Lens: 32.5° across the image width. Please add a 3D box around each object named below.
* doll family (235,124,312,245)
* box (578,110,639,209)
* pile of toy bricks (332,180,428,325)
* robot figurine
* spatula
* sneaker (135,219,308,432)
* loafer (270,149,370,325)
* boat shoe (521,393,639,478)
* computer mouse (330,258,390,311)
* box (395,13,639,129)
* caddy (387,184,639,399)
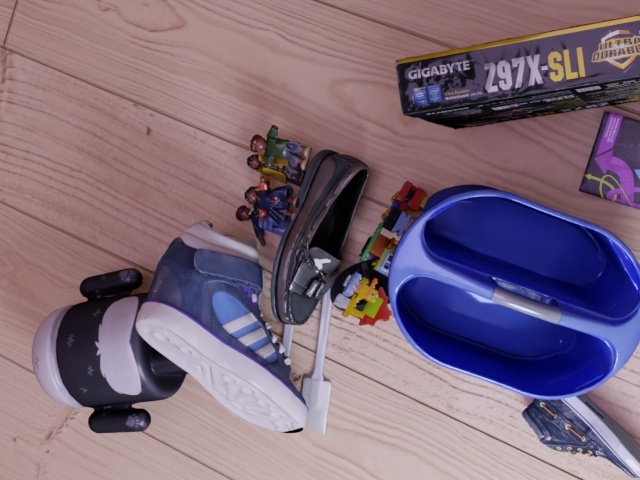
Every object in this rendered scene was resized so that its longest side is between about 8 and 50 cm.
[{"bbox_3d":[-0.075,-0.080,1.665,0.111,0.076,0.193,15,101,16],"label":"doll family"},{"bbox_3d":[0.444,-0.098,1.479,0.162,0.029,0.116,18,99,19],"label":"box"},{"bbox_3d":[0.116,0.026,1.556,0.105,0.118,0.212,30,77,-3],"label":"pile of toy bricks"},{"bbox_3d":[-0.315,0.173,1.724,0.278,0.209,0.174,-9,130,21],"label":"robot figurine"},{"bbox_3d":[-0.058,0.168,1.698,0.168,0.019,0.242,8,96,22],"label":"spatula"},{"bbox_3d":[-0.107,0.113,1.646,0.323,0.236,0.130,40,144,-21],"label":"sneaker"},{"bbox_3d":[0.000,0.000,1.607,0.084,0.096,0.268,15,89,39],"label":"loafer"},{"bbox_3d":[0.366,0.274,1.513,0.183,0.065,0.083,46,109,21],"label":"boat shoe"},{"bbox_3d":[0.128,0.054,1.614,0.242,0.041,0.071,-15,68,17],"label":"computer mouse"},{"bbox_3d":[0.287,-0.210,1.415,0.321,0.257,0.079,-7,90,23],"label":"box"},{"bbox_3d":[0.252,0.064,1.432,0.341,0.179,0.241,19,101,-6],"label":"caddy"}]
